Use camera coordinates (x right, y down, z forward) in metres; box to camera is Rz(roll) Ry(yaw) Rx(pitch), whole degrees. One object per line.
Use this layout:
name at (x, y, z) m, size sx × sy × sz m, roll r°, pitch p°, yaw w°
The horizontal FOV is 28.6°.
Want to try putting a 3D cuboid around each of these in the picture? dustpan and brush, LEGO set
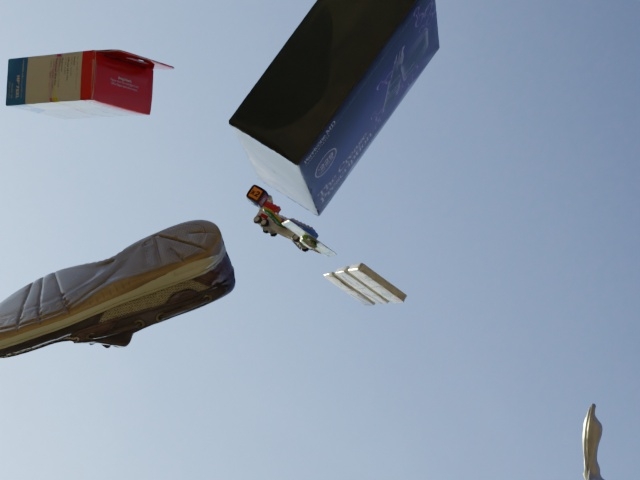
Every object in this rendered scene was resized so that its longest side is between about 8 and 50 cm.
dustpan and brush at (0.317, 0.296, 1.437) m, size 0.060 × 0.147 × 0.211 m, roll 11°, pitch -91°, yaw 16°
LEGO set at (0.000, 0.000, 1.687) m, size 0.244 × 0.060 × 0.182 m, roll 35°, pitch -12°, yaw -9°

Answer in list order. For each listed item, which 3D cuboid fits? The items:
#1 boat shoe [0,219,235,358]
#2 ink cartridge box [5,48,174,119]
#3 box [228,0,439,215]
boat shoe at (-0.225, 0.071, 1.342) m, size 0.285 × 0.103 × 0.092 m, roll -23°, pitch -59°, yaw 1°
ink cartridge box at (-0.351, -0.236, 1.913) m, size 0.231 × 0.134 × 0.078 m, roll 1°, pitch -95°, yaw 34°
box at (0.023, -0.181, 1.429) m, size 0.103 × 0.261 × 0.184 m, roll 32°, pitch -10°, yaw 18°
